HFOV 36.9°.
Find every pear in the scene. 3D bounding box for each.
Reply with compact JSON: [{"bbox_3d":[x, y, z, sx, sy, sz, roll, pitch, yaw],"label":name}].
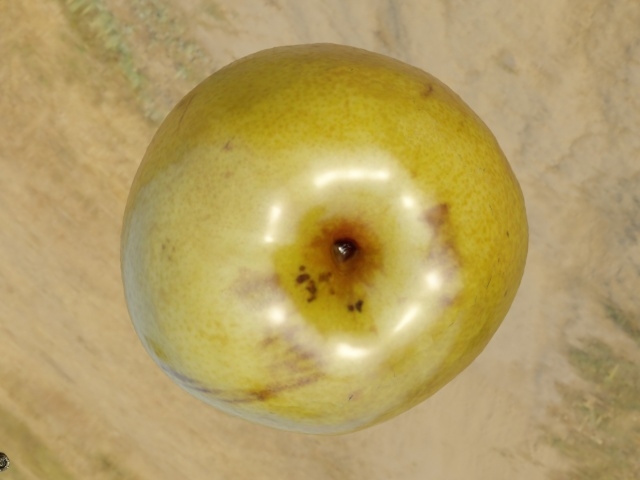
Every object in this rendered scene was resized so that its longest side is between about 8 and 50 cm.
[{"bbox_3d":[0.000,0.000,0.506,0.209,0.209,0.209,32,156,16],"label":"pear"}]

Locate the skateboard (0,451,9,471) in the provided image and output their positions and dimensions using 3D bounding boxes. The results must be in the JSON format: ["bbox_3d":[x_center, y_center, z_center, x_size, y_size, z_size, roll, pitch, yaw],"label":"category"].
[{"bbox_3d":[-0.250,0.162,0.649,0.067,0.080,0.151,56,160,-9],"label":"skateboard"}]
